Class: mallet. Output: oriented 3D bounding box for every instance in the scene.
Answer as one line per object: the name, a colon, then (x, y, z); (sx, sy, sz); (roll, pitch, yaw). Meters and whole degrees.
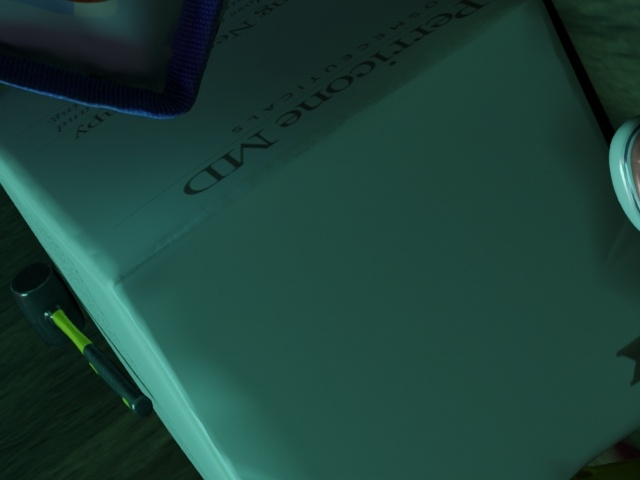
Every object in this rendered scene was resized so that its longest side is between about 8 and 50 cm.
mallet: (-0.166, 0.084, 1.318); (0.189, 0.039, 0.062); (42, 163, 44)

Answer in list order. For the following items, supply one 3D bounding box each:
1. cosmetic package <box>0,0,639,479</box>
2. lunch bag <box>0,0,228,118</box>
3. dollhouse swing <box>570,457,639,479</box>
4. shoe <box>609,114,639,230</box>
cosmetic package: (0.000, 0.000, 1.308); (0.327, 0.329, 0.393); (61, 169, -28)
lunch bag: (-0.111, -0.275, 0.871); (0.328, 0.239, 0.385); (-124, 44, -78)
dollhouse swing: (0.241, 0.390, 1.461); (0.347, 0.315, 0.305); (-107, 6, -72)
shoe: (0.231, 0.004, 0.987); (0.178, 0.063, 0.081); (52, 171, -17)
